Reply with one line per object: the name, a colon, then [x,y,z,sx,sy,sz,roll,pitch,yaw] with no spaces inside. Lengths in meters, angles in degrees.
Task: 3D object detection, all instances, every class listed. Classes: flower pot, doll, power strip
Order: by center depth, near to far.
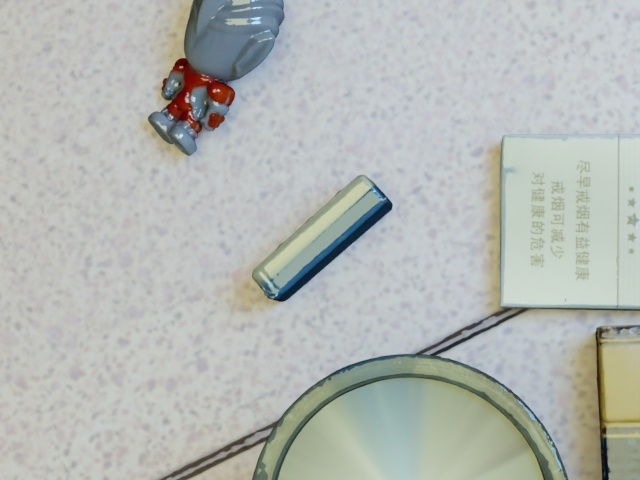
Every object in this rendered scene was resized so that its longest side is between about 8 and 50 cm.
flower pot: [0.069,0.189,0.981,0.212,0.202,0.212,-1,83,8]
power strip: [0.000,0.000,1.085,0.123,0.056,0.032,-42,81,4]
doll: [-0.081,-0.154,1.109,0.094,0.079,0.180,38,106,35]

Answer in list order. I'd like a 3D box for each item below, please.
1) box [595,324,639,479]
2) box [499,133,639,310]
box: [0.282,0.178,1.017,0.152,0.070,0.237,-2,86,10]
box: [0.259,-0.013,1.053,0.245,0.035,0.139,-1,84,9]
